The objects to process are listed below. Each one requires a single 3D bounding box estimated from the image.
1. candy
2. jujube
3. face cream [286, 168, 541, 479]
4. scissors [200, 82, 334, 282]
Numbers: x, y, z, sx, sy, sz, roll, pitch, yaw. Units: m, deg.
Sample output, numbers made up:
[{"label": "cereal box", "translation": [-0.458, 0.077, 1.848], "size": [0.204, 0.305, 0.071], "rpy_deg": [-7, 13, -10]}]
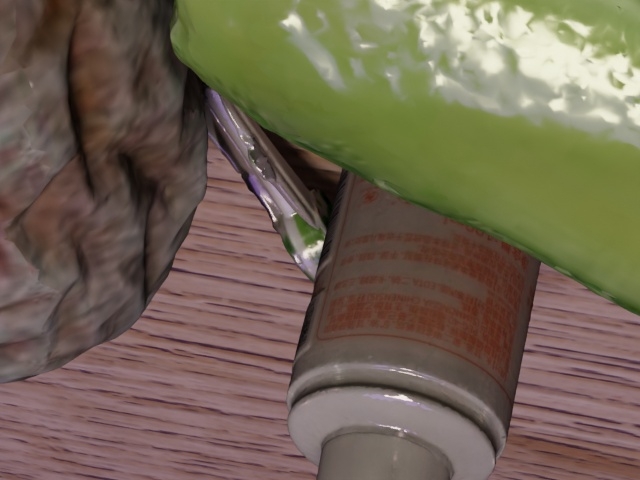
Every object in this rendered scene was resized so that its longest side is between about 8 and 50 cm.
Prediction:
[{"label": "candy", "translation": [0.110, -0.060, 0.708], "size": [0.343, 0.132, 0.142], "rpy_deg": [26, 124, 1]}, {"label": "jujube", "translation": [-0.163, -0.067, 0.785], "size": [0.226, 0.226, 0.317], "rpy_deg": [8, 152, 10]}, {"label": "face cream", "translation": [0.037, 0.062, 0.850], "size": [0.101, 0.251, 0.101], "rpy_deg": [10, 147, 7]}, {"label": "scissors", "translation": [0.000, 0.000, 0.948], "size": [0.027, 0.101, 0.204], "rpy_deg": [-31, 115, 13]}]
